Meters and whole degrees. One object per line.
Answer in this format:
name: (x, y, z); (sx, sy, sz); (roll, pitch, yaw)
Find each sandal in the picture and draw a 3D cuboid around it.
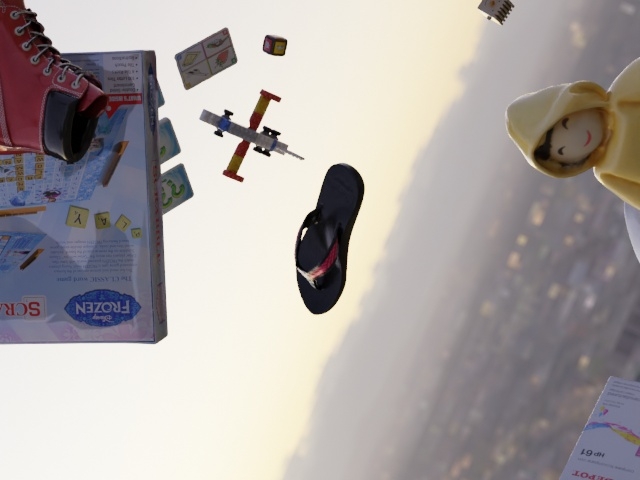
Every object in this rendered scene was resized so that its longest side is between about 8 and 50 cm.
sandal: (0.000, 0.000, 2.052); (0.040, 0.067, 0.179); (-22, -42, -42)

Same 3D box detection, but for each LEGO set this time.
LEGO set: (-0.123, -0.138, 2.296); (0.244, 0.060, 0.182); (-31, -55, -22)

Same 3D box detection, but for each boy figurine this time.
boy figurine: (0.302, -0.092, 1.702); (0.092, 0.285, 0.177); (-90, 13, -54)

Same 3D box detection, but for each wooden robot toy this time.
wooden robot toy: (0.257, -0.309, 2.248); (0.173, 0.079, 0.076); (-48, -26, -12)

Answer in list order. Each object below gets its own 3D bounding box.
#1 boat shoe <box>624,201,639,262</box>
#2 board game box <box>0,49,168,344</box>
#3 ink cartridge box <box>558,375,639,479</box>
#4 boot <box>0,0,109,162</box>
boat shoe: (0.401, 0.043, 1.857); (0.094, 0.302, 0.109); (-15, 34, 53)
board game box: (-0.331, -0.045, 2.168); (0.066, 0.319, 0.318); (-29, -62, -80)
ink cartridge box: (0.251, 0.174, 1.578); (0.122, 0.088, 0.052); (-58, -33, -37)
boot: (-0.286, -0.204, 2.021); (0.088, 0.176, 0.244); (-11, -75, -60)
